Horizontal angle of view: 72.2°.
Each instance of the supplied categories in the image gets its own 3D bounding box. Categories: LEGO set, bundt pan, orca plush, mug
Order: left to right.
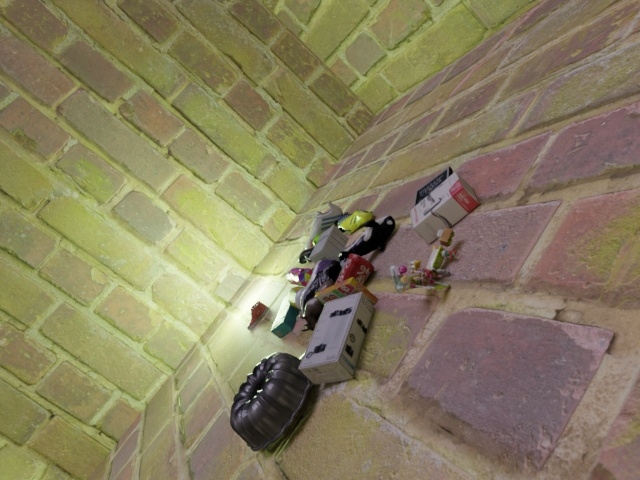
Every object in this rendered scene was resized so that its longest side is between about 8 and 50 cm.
[{"bbox_3d":[-0.180,0.509,1.454,0.331,0.124,0.331,-44,16,16],"label":"bundt pan"},{"bbox_3d":[0.109,0.142,1.691,0.113,0.150,0.169,14,65,46],"label":"mug"},{"bbox_3d":[0.211,0.005,1.792,0.287,0.151,0.102,-26,43,-25],"label":"orca plush"},{"bbox_3d":[0.332,0.075,1.262,0.287,0.132,0.107,-31,21,-31],"label":"LEGO set"}]

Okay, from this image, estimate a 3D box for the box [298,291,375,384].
[{"bbox_3d":[0.059,0.313,1.430,0.169,0.087,0.290,-23,27,36],"label":"box"}]

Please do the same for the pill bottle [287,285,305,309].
[{"bbox_3d":[-0.079,0.266,2.011,0.103,0.103,0.184,-53,15,-15],"label":"pill bottle"}]

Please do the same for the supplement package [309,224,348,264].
[{"bbox_3d":[0.041,0.036,2.054,0.105,0.105,0.179,-36,19,42],"label":"supplement package"}]

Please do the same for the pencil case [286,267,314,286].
[{"bbox_3d":[-0.104,0.188,2.314,0.104,0.104,0.236,-53,13,-17],"label":"pencil case"}]

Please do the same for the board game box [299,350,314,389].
[{"bbox_3d":[-0.079,0.491,1.538,0.243,0.042,0.165,-48,14,5],"label":"board game box"}]

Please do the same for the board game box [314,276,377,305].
[{"bbox_3d":[0.083,0.212,1.611,0.259,0.124,0.039,-29,25,55],"label":"board game box"}]

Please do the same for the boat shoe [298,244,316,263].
[{"bbox_3d":[-0.063,0.088,2.506,0.206,0.075,0.065,-32,18,37],"label":"boat shoe"}]

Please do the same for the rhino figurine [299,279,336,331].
[{"bbox_3d":[-0.002,0.266,1.765,0.243,0.106,0.073,-51,13,-7],"label":"rhino figurine"}]

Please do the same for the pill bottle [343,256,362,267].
[{"bbox_3d":[0.135,0.101,1.867,0.067,0.067,0.120,-38,18,39],"label":"pill bottle"}]

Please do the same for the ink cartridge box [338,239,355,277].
[{"bbox_3d":[0.076,0.127,2.026,0.224,0.045,0.223,-36,20,41],"label":"ink cartridge box"}]

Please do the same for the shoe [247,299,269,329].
[{"bbox_3d":[-0.387,0.435,2.559,0.178,0.081,0.063,-49,14,0],"label":"shoe"}]

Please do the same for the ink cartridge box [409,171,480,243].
[{"bbox_3d":[0.419,-0.112,1.511,0.218,0.092,0.158,-45,14,25],"label":"ink cartridge box"}]

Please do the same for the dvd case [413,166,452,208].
[{"bbox_3d":[0.446,-0.182,1.743,0.179,0.029,0.239,-39,18,35],"label":"dvd case"}]

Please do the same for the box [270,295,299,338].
[{"bbox_3d":[-0.155,0.349,2.113,0.100,0.060,0.244,-40,16,32],"label":"box"}]

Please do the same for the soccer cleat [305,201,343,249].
[{"bbox_3d":[-0.007,-0.090,2.659,0.331,0.143,0.116,-49,14,3],"label":"soccer cleat"}]

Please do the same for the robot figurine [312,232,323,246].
[{"bbox_3d":[0.000,0.000,2.555,0.115,0.067,0.101,-33,11,50],"label":"robot figurine"}]

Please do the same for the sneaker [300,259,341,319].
[{"bbox_3d":[0.007,0.206,1.851,0.124,0.107,0.283,-10,57,48],"label":"sneaker"}]

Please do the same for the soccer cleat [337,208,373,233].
[{"bbox_3d":[0.181,-0.092,2.260,0.289,0.093,0.121,-7,74,64],"label":"soccer cleat"}]
